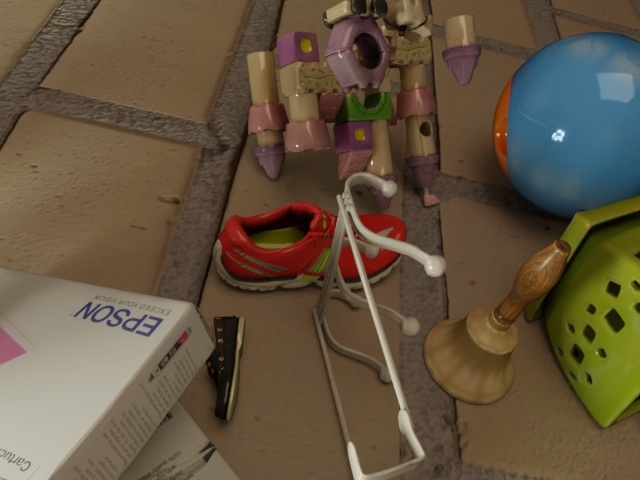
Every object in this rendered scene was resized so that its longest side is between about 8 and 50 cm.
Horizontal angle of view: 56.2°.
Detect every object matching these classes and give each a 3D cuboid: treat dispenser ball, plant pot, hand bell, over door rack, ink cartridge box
[{"bbox_3d":[0.421,-0.178,0.949,0.288,0.288,0.288,8,49,-9],"label":"treat dispenser ball"},{"bbox_3d":[0.422,0.071,0.788,0.227,0.228,0.207,-14,50,-25],"label":"plant pot"},{"bbox_3d":[0.220,0.083,0.701,0.126,0.242,0.126,8,50,-9],"label":"hand bell"},{"bbox_3d":[0.056,0.125,0.624,0.108,0.240,0.324,4,49,-6],"label":"over door rack"},{"bbox_3d":[-0.309,0.160,0.508,0.324,0.071,0.330,6,41,29],"label":"ink cartridge box"},{"bbox_3d":[-0.172,0.240,0.560,0.153,0.087,0.208,-30,63,-33],"label":"ink cartridge box"}]

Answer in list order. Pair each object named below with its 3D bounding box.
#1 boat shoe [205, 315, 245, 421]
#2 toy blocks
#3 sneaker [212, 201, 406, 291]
[{"bbox_3d":[-0.111,0.144,0.687,0.042,0.049,0.133,3,47,-6],"label":"boat shoe"},{"bbox_3d":[0.074,-0.168,0.874,0.288,0.309,0.260,-9,96,-32],"label":"toy blocks"},{"bbox_3d":[0.000,0.000,0.791,0.279,0.118,0.107,-8,54,-22],"label":"sneaker"}]
